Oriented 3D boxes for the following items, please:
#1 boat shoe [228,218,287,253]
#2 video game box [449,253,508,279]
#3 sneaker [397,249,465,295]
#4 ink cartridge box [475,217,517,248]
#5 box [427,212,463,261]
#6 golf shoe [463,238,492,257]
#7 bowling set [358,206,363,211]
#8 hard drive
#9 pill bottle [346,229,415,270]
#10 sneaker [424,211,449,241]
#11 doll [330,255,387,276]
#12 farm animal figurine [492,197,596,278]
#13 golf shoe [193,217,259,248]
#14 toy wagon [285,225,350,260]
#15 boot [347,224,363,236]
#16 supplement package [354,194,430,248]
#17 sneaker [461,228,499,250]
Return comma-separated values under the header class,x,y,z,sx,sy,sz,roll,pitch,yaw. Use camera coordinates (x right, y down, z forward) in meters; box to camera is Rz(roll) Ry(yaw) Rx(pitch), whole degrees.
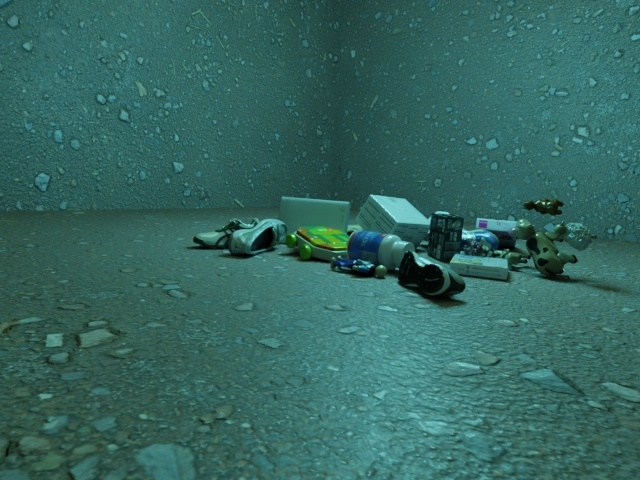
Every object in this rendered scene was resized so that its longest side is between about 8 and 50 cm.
class,x,y,z,sx,sy,sz,roll,pitch,yaw
boat shoe,-0.218,-0.007,1.766,0.103,0.118,0.320,14,16,27
video game box,0.561,0.090,1.622,0.186,0.048,0.205,9,9,21
sneaker,0.308,0.102,1.320,0.107,0.100,0.271,15,7,-21
ink cartridge box,0.864,-0.025,2.252,0.185,0.065,0.311,7,-13,22
box,0.501,-0.014,1.849,0.077,0.180,0.147,2,8,-10
golf shoe,0.678,0.043,1.988,0.085,0.068,0.186,30,6,-5
bowling set,0.350,-0.093,2.439,0.286,0.154,0.200,2,8,-9
hard drive,-0.034,-0.076,1.975,0.307,0.203,0.040,6,-3,19
pill bottle,0.209,0.035,1.582,0.221,0.125,0.124,10,11,41
sneaker,0.569,-0.055,2.112,0.169,0.108,0.292,-39,27,-4
doll,0.131,0.083,1.490,0.188,0.046,0.129,9,11,36
farm animal figurine,0.773,0.014,1.679,0.172,0.331,0.327,3,36,-24
golf shoe,-0.369,-0.030,1.822,0.272,0.120,0.105,-2,11,-26
toy wagon,0.000,0.000,1.798,0.267,0.068,0.344,-1,21,-32
boot,0.172,-0.022,2.067,0.261,0.095,0.203,0,8,-10
supplement package,0.325,-0.080,2.037,0.261,0.145,0.204,2,38,-44
sneaker,0.680,0.009,2.142,0.130,0.112,0.296,-27,24,-32
